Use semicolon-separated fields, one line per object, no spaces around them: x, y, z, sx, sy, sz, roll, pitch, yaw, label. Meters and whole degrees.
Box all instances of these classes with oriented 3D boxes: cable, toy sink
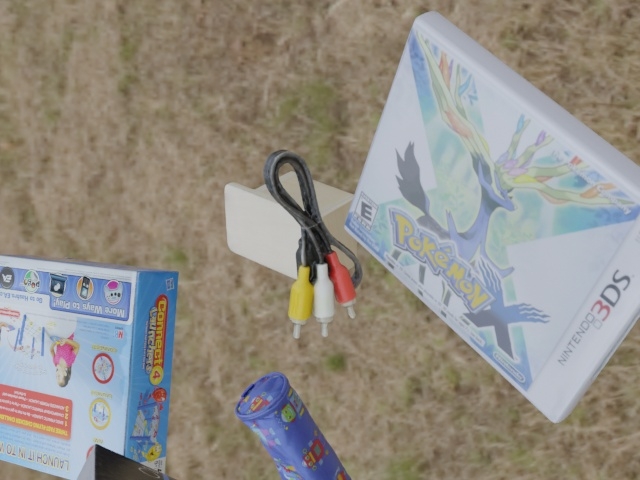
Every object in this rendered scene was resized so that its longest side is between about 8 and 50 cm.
0.000;0.000;1.470;0.072;0.139;0.287;36;139;54;cable
-0.053;-0.034;1.939;0.234;0.131;0.153;21;125;33;toy sink

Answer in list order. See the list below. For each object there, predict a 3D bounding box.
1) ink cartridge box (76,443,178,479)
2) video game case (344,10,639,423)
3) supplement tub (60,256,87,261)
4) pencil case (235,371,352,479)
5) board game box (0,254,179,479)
-0.139;0.262;0.892;0.065;0.165;0.332;-64;11;-7;ink cartridge box
0.175;-0.016;1.009;0.329;0.036;0.300;44;141;24;video game case
-0.373;0.095;1.645;0.117;0.190;0.117;-165;90;-82;supplement tub
-0.052;0.398;1.955;0.133;0.119;0.306;2;129;48;pencil case
-0.355;0.181;1.462;0.308;0.086;0.302;5;92;34;board game box
